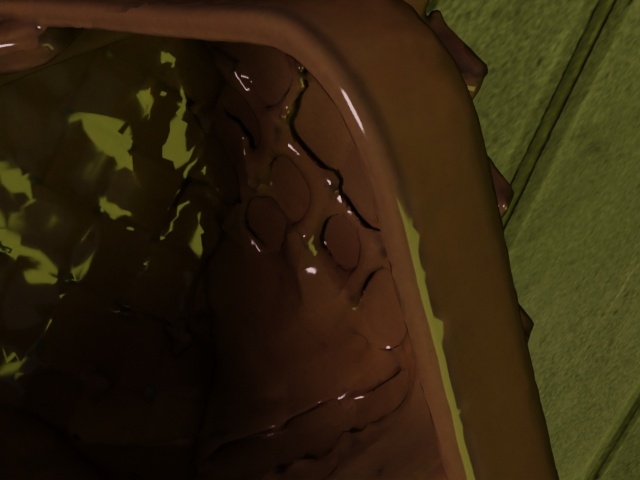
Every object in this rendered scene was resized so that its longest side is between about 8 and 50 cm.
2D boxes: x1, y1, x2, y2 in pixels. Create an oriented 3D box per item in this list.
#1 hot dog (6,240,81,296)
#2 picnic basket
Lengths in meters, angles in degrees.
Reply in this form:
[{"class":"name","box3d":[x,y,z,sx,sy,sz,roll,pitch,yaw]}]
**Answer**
[{"class":"hot dog","box3d":[-0.139,0.021,0.696,0.140,0.060,0.090,-39,158,5]},{"class":"picnic basket","box3d":[-0.047,0.035,0.518,0.291,0.321,0.254,-28,115,-31]}]
